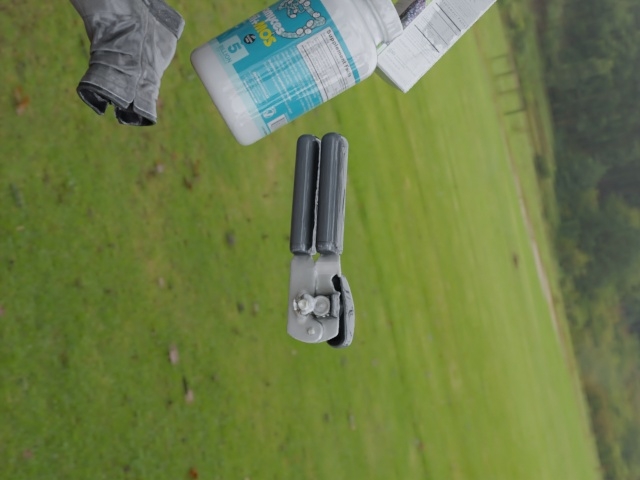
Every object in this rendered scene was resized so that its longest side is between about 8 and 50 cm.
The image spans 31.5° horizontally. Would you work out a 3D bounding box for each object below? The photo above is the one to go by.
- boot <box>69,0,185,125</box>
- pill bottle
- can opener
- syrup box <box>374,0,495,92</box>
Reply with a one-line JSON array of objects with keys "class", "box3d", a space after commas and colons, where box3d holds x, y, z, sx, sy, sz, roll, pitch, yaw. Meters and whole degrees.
[{"class": "boot", "box3d": [-0.369, -0.345, 1.905, 0.338, 0.118, 0.223, 31, 65, -42]}, {"class": "pill bottle", "box3d": [-0.027, -0.247, 1.492, 0.146, 0.264, 0.146, 60, -2, 3]}, {"class": "can opener", "box3d": [0.000, 0.000, 1.483, 0.093, 0.074, 0.281, 15, 75, -65]}, {"class": "syrup box", "box3d": [0.173, -0.354, 1.802, 0.096, 0.237, 0.093, 43, 2, -22]}]
